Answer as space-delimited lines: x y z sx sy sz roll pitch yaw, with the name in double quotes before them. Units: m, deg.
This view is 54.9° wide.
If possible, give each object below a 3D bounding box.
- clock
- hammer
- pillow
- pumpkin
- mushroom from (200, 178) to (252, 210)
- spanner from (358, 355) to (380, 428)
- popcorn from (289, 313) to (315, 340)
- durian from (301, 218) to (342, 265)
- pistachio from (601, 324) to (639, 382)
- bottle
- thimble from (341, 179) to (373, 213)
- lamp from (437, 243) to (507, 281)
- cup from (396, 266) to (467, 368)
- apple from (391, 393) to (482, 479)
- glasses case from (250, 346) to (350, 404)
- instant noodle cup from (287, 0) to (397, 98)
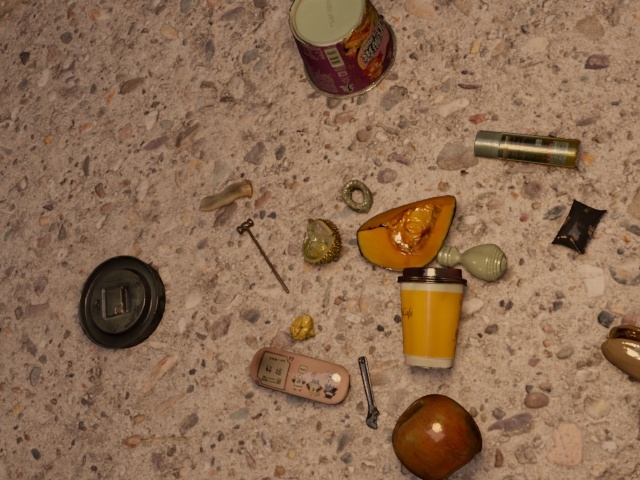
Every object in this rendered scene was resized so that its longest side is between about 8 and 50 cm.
"clock" -0.675 0.210 2.094 0.319 0.066 0.319 -5 74 17
"hammer" -0.179 0.054 1.989 0.058 0.029 0.292 -37 69 8
"pillow" 0.709 -0.036 1.691 0.090 0.048 0.150 28 81 15
"pumpkin" 0.279 -0.019 1.814 0.312 0.148 0.169 -17 107 24
"mushroom" -0.317 -0.147 2.081 0.202 0.054 0.059 -22 64 18
"spanner" 0.137 0.438 1.778 0.046 0.012 0.208 -16 70 15
"popcorn" -0.059 0.263 1.868 0.084 0.084 0.084 -5 74 18
"durian" 0.000 0.000 1.910 0.146 0.102 0.208 -52 39 19
"pistachio" 0.809 0.296 1.533 0.206 0.131 0.129 32 42 29
"bottle" 0.590 -0.265 1.777 0.286 0.082 0.082 11 79 21
"thimble" 0.117 -0.134 1.916 0.084 0.062 0.110 -31 67 12
"lamp" 0.431 0.054 1.741 0.193 0.106 0.106 10 79 32
"cup" 0.302 0.207 1.699 0.196 0.196 0.279 2 85 20
"apple" 0.304 0.511 1.581 0.207 0.237 0.237 43 92 5
"glasses case" -0.063 0.399 1.823 0.314 0.075 0.122 10 76 21
"instant noodle cup" 0.055 -0.667 1.975 0.340 0.266 0.340 -6 73 18
